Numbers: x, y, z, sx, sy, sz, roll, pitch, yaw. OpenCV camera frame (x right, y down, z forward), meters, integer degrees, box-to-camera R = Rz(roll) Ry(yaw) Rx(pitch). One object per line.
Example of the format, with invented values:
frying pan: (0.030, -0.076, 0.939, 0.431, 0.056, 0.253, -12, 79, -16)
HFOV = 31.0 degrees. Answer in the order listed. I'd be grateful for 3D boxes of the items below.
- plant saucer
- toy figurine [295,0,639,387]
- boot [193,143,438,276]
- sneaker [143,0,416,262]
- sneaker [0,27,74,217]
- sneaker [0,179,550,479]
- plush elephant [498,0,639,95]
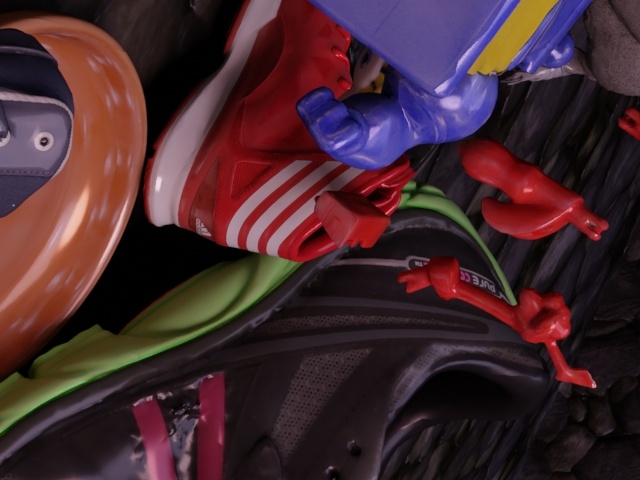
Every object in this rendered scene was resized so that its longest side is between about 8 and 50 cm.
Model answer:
plant saucer: (-0.156, -0.013, 0.523, 0.200, 0.037, 0.200, -49, 156, -31)
toy figurine: (0.106, -0.111, 0.412, 0.362, 0.191, 0.217, -51, 160, 17)
boot: (0.000, 0.000, 0.858, 0.246, 0.083, 0.161, -48, 161, -13)
sneaker: (0.005, -0.078, 0.645, 0.087, 0.128, 0.221, 92, 23, -66)
sneaker: (-0.149, -0.078, 0.335, 0.163, 0.086, 0.226, -12, 140, -35)
sneaker: (-0.067, 0.147, 0.615, 0.483, 0.202, 0.185, -36, 161, -18)
plush elephant: (0.303, -0.267, 0.987, 0.272, 0.330, 0.255, -53, 138, -56)
